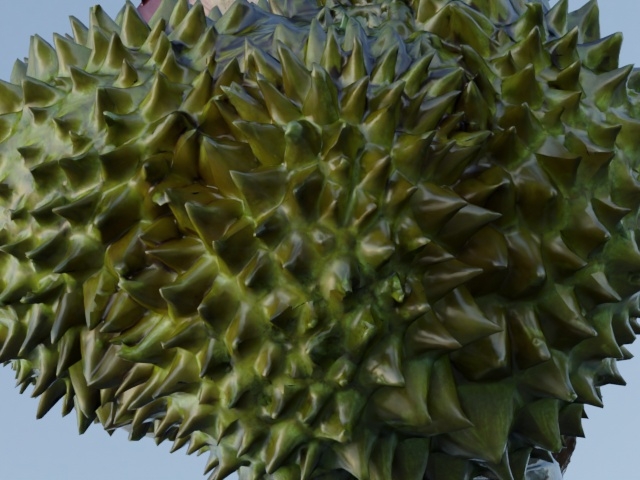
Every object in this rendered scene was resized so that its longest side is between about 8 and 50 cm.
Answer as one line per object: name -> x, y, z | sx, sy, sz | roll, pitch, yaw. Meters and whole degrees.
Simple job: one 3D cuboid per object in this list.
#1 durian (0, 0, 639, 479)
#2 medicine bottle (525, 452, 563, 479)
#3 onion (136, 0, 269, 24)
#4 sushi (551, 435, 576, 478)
durian -> 0.001, 0.003, 0.708 | 0.291, 0.224, 0.291 | -13, 10, 2
medicine bottle -> 0.062, 0.037, 1.101 | 0.141, 0.293, 0.141 | -16, -9, -3
onion -> -0.022, -0.069, 0.919 | 0.150, 0.150, 0.140 | -22, -12, 7
sushi -> 0.074, 0.114, 1.259 | 0.179, 0.167, 0.296 | -23, -54, -22
